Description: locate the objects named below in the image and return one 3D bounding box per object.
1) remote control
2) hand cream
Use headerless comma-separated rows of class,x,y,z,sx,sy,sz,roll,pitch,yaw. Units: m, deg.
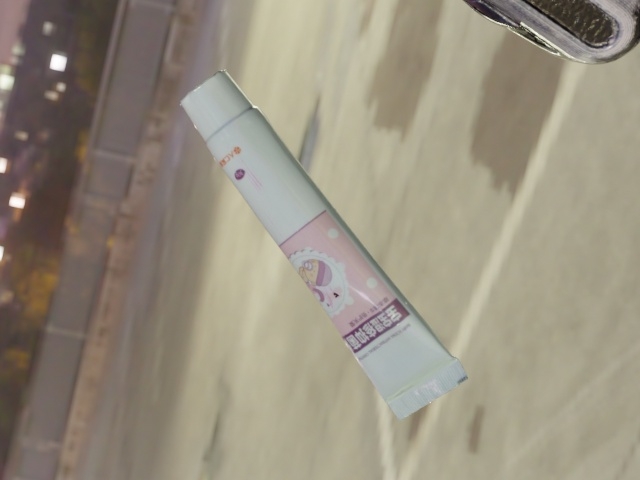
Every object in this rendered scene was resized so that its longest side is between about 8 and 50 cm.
remote control,0.108,-0.195,1.052,0.090,0.266,0.066,-52,26,18
hand cream,0.000,0.000,1.383,0.085,0.331,0.058,-37,0,32
